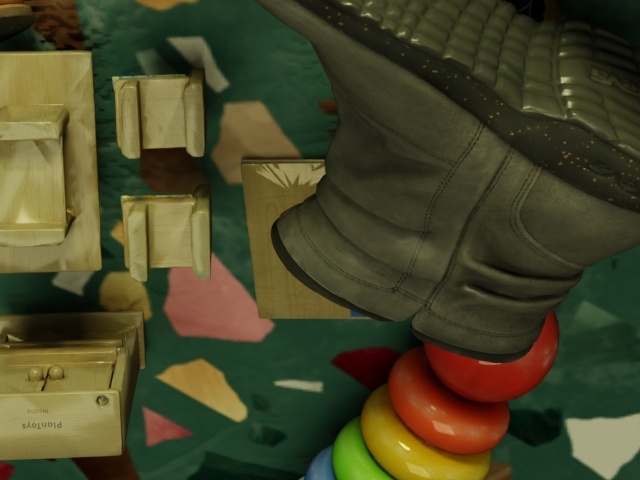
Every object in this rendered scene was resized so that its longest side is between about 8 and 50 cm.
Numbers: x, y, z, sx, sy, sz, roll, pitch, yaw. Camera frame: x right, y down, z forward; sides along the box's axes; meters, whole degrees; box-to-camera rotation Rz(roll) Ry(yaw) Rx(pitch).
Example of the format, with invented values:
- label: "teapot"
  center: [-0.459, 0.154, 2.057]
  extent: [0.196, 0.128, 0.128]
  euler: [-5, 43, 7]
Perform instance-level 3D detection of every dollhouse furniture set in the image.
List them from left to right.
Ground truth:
- label: "dollhouse furniture set"
  center: [-0.176, -0.003, 0.900]
  extent: [0.212, 0.161, 0.242]
  euler: [-1, 105, -3]

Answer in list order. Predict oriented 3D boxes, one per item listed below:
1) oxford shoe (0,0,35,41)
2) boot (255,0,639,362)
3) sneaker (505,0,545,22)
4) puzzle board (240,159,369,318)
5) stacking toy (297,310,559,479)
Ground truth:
- label: "oxford shoe"
  center: [-0.282, -0.143, 0.854]
  extent: [0.212, 0.076, 0.076]
  euler: [-5, 85, 1]
- label: "boot"
  center: [0.024, -0.057, 0.757]
  extent: [0.338, 0.118, 0.223]
  euler: [33, 135, -9]
- label: "sneaker"
  center: [0.099, -0.127, 0.803]
  extent: [0.090, 0.081, 0.232]
  euler: [17, 132, -7]
- label: "puzzle board"
  center: [0.000, 0.000, 0.942]
  extent: [0.096, 0.011, 0.128]
  euler: [0, 125, 7]
- label: "stacking toy"
  center: [0.059, 0.153, 0.980]
  extent: [0.141, 0.141, 0.330]
  euler: [23, 117, -8]
